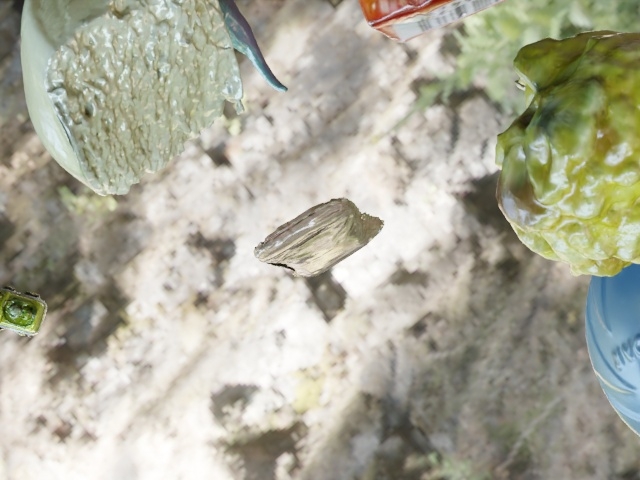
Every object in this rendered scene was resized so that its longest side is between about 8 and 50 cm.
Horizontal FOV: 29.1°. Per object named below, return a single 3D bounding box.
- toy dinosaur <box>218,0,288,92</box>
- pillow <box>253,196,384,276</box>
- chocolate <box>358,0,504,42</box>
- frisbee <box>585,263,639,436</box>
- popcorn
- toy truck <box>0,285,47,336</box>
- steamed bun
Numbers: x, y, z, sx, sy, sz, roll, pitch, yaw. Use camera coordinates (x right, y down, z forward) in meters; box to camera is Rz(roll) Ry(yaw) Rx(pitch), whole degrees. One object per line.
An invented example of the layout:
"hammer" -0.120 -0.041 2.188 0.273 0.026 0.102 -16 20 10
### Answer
"toy dinosaur" -0.218 -0.435 2.018 0.383 0.331 0.129 10 -166 4
"pillow" 0.002 -0.001 1.475 0.034 0.135 0.211 64 -170 16
"chocolate" 0.130 -0.336 1.218 0.108 0.237 0.235 37 -149 -69
"frisbee" 0.383 0.089 1.299 0.049 0.290 0.289 0 -136 -38
"popcorn" 0.248 -0.079 1.069 0.169 0.218 0.189 15 -143 -20
"toy truck" -0.514 0.115 2.036 0.111 0.076 0.077 15 174 -4
"steamed bun" -0.283 -0.219 1.597 0.273 0.272 0.290 22 132 24
